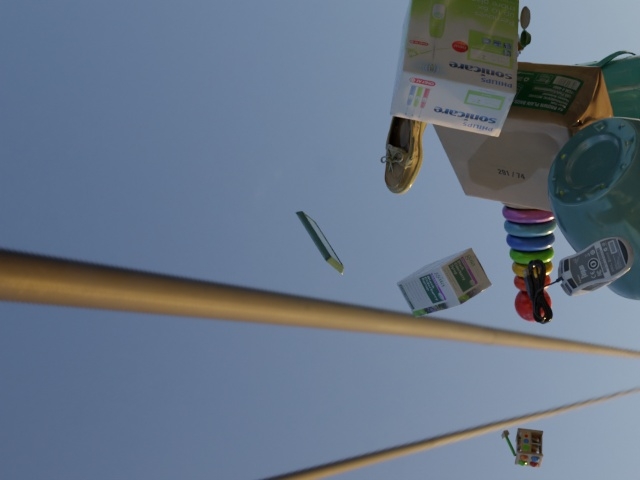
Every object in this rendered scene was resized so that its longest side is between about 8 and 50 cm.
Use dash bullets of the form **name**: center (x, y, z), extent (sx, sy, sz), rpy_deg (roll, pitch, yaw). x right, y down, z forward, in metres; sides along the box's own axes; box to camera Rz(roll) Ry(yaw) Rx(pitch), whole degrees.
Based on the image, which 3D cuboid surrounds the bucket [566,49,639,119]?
- **bucket**: center (0.665, -0.290, 2.090), extent (0.281, 0.183, 0.281), rpy_deg (-10, -90, -73)

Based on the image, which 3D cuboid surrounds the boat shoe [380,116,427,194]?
- **boat shoe**: center (0.207, -0.261, 2.350), extent (0.089, 0.104, 0.285), rpy_deg (6, -83, -47)

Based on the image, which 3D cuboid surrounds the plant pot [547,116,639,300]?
- **plant pot**: center (0.543, -0.079, 1.614), extent (0.235, 0.293, 0.293), rpy_deg (35, -139, -28)

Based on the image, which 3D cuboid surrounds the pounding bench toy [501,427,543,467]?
- **pounding bench toy**: center (0.412, 0.426, 1.883), extent (0.083, 0.052, 0.065), rpy_deg (5, -130, 9)

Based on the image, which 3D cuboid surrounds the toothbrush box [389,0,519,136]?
- **toothbrush box**: center (0.253, -0.350, 1.710), extent (0.206, 0.122, 0.283), rpy_deg (12, -125, 0)

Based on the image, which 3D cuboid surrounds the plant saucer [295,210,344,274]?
- **plant saucer**: center (0.000, 0.000, 2.051), extent (0.067, 0.018, 0.192), rpy_deg (40, -167, -41)

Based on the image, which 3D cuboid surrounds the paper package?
- **paper package**: center (0.422, -0.213, 1.890), extent (0.168, 0.325, 0.309), rpy_deg (-59, -40, -21)

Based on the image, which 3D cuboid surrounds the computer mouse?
- **computer mouse**: center (0.417, 0.055, 1.467), extent (0.042, 0.193, 0.106), rpy_deg (17, -124, -46)

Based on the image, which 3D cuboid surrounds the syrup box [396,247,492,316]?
- **syrup box**: center (0.270, 0.096, 2.034), extent (0.096, 0.237, 0.093), rpy_deg (-29, -90, -21)

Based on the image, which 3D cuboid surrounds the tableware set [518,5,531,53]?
- **tableware set**: center (0.409, -0.466, 1.925), extent (0.024, 0.104, 0.154), rpy_deg (-1, -101, -11)

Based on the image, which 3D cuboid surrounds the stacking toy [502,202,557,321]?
- **stacking toy**: center (0.502, 0.039, 2.197), extent (0.141, 0.141, 0.330), rpy_deg (-23, -67, -51)
